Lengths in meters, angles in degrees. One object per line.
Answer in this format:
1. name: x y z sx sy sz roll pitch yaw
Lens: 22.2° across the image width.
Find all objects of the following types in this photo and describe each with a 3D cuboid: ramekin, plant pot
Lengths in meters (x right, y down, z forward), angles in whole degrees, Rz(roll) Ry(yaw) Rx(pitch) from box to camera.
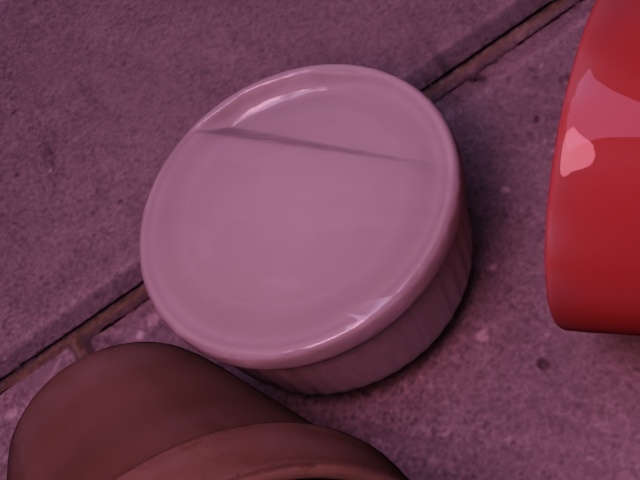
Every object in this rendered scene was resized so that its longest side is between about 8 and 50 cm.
1. ramekin: 0.000 0.000 1.324 0.273 0.127 0.272 -11 57 18
2. plant pot: 0.310 -0.049 1.142 0.243 0.275 0.275 11 71 21
3. plant pot: -0.098 0.223 1.200 0.323 0.323 0.280 -44 38 1
